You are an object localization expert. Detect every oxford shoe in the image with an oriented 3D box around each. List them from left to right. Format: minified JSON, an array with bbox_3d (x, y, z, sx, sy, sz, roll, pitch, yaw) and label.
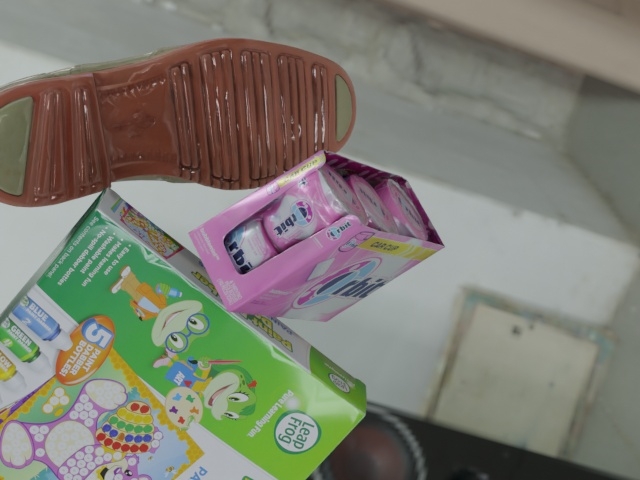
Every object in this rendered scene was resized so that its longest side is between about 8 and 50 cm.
[{"bbox_3d":[-0.155,-0.118,1.492,0.146,0.397,0.140,16,109,58],"label":"oxford shoe"}]

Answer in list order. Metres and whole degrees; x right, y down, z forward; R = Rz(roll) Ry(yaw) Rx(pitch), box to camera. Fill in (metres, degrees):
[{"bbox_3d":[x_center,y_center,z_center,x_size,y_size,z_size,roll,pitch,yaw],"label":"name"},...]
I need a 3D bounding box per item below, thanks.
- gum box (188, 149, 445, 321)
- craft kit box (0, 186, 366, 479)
[{"bbox_3d":[0.000,0.000,1.097,0.107,0.188,0.062,-33,75,16],"label":"gum box"},{"bbox_3d":[-0.138,0.131,1.187,0.250,0.247,0.061,-49,14,16],"label":"craft kit box"}]
